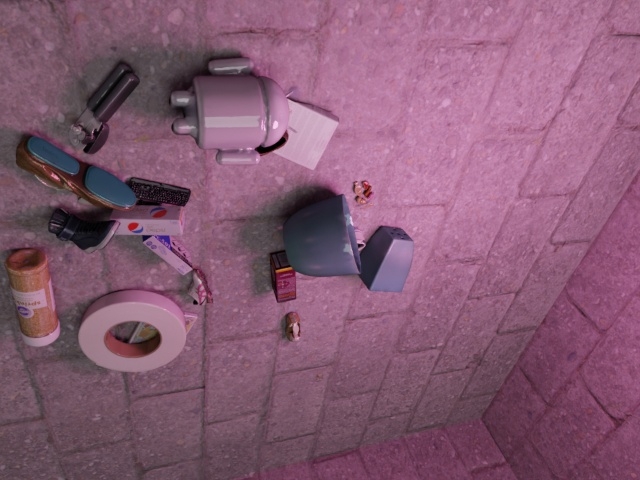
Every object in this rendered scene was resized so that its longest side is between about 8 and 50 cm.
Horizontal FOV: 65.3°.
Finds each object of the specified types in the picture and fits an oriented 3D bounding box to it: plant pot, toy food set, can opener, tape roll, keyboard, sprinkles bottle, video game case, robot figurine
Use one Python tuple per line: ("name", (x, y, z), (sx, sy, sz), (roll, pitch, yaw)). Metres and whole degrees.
("plant pot", (0.276, 0.069, 2.056), (0.165, 0.165, 0.234), (6, 119, -28))
("toy food set", (0.166, -0.178, 1.880), (0.078, 0.019, 0.122), (-18, 127, -8))
("can opener", (-0.591, -0.358, 1.366), (0.280, 0.074, 0.093), (-44, 166, 19))
("tape roll", (-0.711, 0.354, 1.904), (0.392, 0.072, 0.392), (-8, 129, -10))
("keyboard", (-0.520, -0.137, 1.605), (0.192, 0.038, 0.100), (10, 125, -29))
("plant pot", (0.000, 0.000, 1.791), (0.235, 0.293, 0.293), (-12, 135, 8))
("sprinkles bottle", (-0.949, 0.194, 1.656), (0.121, 0.121, 0.355), (-3, 130, -21))
("video game case", (-0.637, 0.362, 2.007), (0.206, 0.026, 0.227), (17, 121, -34))
("robot figurine", (-0.241, -0.362, 1.410), (0.353, 0.200, 0.300), (-5, 102, -18))

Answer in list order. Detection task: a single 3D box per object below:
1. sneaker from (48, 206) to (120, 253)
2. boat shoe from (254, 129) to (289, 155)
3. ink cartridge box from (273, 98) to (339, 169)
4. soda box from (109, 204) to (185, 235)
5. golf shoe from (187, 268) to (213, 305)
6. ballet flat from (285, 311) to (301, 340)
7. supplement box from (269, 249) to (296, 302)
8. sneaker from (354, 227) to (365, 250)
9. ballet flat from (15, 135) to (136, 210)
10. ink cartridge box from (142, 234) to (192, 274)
("sneaker", (-0.724, -0.042, 1.515), (0.226, 0.086, 0.163), (-20, 131, 38))
("boat shoe", (-0.198, -0.297, 1.559), (0.207, 0.073, 0.073), (-22, 127, 10))
("ink cartridge box", (-0.083, -0.355, 1.605), (0.232, 0.066, 0.189), (23, 120, -13))
("soda box", (-0.548, -0.065, 1.592), (0.216, 0.074, 0.069), (1, 134, -4))
("golf shoe", (-0.465, 0.185, 1.895), (0.086, 0.067, 0.186), (-14, 134, -9))
("ballet flat", (-0.119, 0.408, 2.244), (0.073, 0.067, 0.206), (-16, 134, -11))
("supplement box", (-0.147, 0.143, 1.969), (0.081, 0.104, 0.188), (-11, 133, -14))
("sneaker", (0.059, 0.045, 1.979), (0.258, 0.091, 0.094), (-33, 134, 7))
("ballet flat", (-0.713, -0.171, 1.451), (0.124, 0.116, 0.342), (-29, 138, 32))
("ink cartridge box", (-0.522, 0.024, 1.704), (0.046, 0.097, 0.207), (-32, 134, 7))
